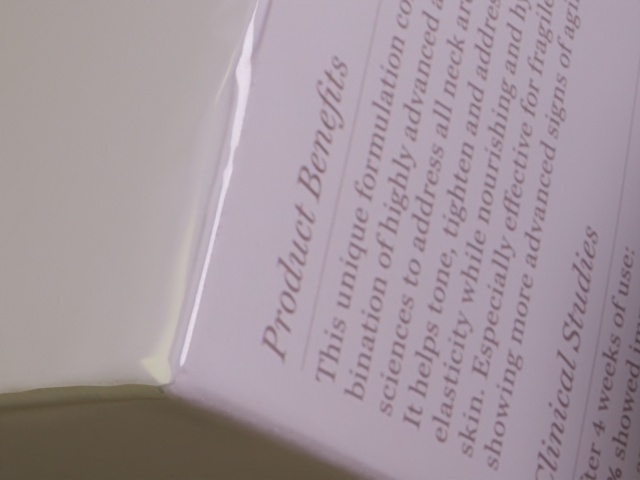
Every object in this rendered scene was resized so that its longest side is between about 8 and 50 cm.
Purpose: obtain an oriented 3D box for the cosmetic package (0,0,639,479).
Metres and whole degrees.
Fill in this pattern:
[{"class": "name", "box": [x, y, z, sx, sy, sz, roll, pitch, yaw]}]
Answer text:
[{"class": "cosmetic package", "box": [0.000, 0.000, 0.910, 0.327, 0.394, 0.329, -11, 58, 44]}]
